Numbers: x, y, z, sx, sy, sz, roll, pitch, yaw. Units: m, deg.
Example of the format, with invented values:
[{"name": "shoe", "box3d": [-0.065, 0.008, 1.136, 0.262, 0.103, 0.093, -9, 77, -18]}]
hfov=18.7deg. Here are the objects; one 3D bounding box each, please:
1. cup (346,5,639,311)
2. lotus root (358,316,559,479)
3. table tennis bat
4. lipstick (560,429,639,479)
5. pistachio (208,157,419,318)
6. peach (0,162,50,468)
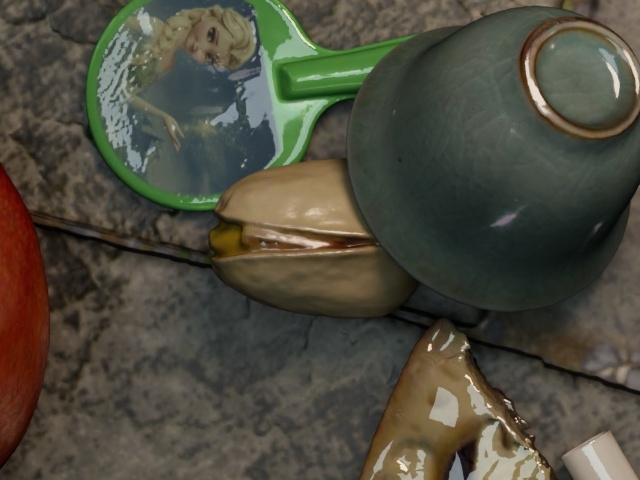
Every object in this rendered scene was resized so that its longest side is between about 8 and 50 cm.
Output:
[{"name": "cup", "box3d": [0.132, -0.072, 1.199, 0.199, 0.150, 0.199, 6, 69, -17]}, {"name": "lotus root", "box3d": [0.099, 0.201, 1.270, 0.170, 0.074, 0.261, -39, 82, 7]}, {"name": "table tennis bat", "box3d": [-0.037, -0.105, 1.321, 0.257, 0.039, 0.160, -7, 89, 10]}, {"name": "lipstick", "box3d": [0.206, 0.189, 1.271, 0.038, 0.038, 0.131, -30, 83, 6]}, {"name": "pistachio", "box3d": [0.000, 0.000, 1.271, 0.149, 0.113, 0.113, -5, 86, -22]}, {"name": "peach", "box3d": [-0.322, 0.034, 1.236, 0.307, 0.308, 0.332, 10, 75, 8]}]
